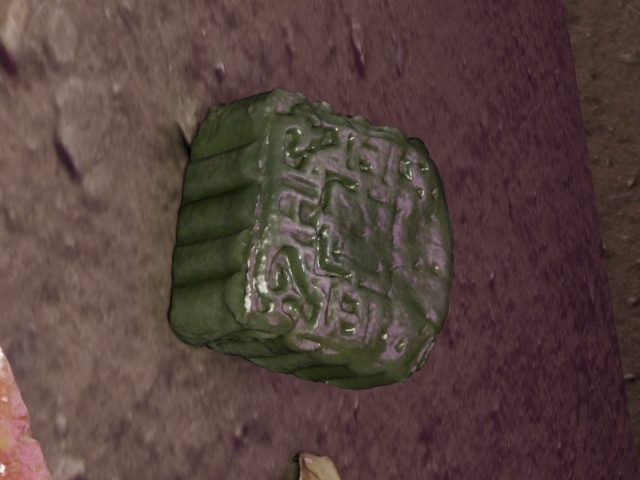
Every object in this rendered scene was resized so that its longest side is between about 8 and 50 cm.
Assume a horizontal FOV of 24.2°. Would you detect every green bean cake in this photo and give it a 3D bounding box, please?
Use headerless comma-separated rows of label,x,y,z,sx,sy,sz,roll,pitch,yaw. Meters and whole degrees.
green bean cake,0.000,0.000,1.216,0.227,0.125,0.222,19,68,-40

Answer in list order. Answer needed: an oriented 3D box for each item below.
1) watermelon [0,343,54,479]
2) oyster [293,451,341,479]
watermelon,-0.199,0.151,0.741,0.256,0.176,0.260,3,68,-77
oyster,0.021,0.380,1.395,0.201,0.107,0.354,-27,115,-63
